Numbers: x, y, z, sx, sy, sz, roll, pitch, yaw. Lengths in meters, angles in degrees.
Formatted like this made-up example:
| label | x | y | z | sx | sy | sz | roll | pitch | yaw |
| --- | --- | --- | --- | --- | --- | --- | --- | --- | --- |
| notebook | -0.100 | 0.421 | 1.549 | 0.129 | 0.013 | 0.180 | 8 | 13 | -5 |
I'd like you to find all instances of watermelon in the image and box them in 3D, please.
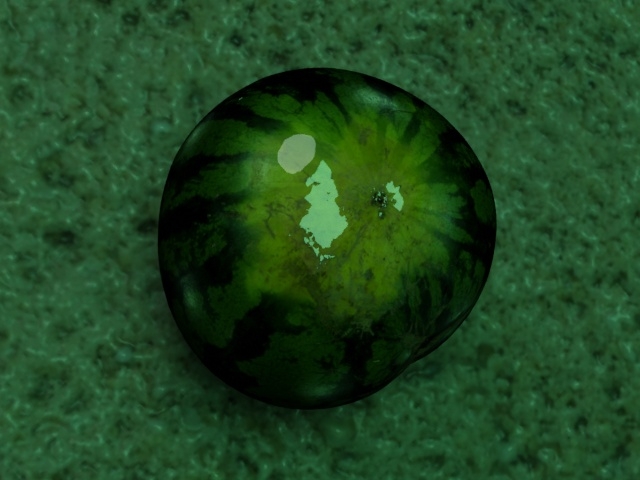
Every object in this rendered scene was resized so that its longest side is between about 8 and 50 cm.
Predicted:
| label | x | y | z | sx | sy | sz | roll | pitch | yaw |
| --- | --- | --- | --- | --- | --- | --- | --- | --- | --- |
| watermelon | 0.000 | -0.002 | 1.081 | 0.269 | 0.269 | 0.269 | 4 | 75 | -14 |
